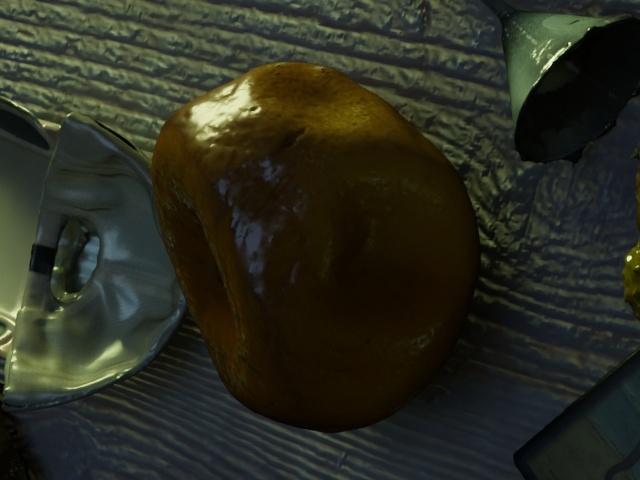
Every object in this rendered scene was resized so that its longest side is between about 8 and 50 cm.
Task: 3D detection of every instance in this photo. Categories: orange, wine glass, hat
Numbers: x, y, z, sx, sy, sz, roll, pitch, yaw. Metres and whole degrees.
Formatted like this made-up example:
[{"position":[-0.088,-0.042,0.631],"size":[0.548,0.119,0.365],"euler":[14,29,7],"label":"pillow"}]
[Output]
[{"position":[0.000,0.000,1.314],"size":[0.249,0.183,0.249],"euler":[162,90,-74],"label":"orange"},{"position":[0.116,-0.146,1.296],"size":[0.183,0.122,0.122],"euler":[46,109,31],"label":"wine glass"},{"position":[-0.192,0.011,1.505],"size":[0.226,0.164,0.219],"euler":[-149,74,-72],"label":"hat"}]

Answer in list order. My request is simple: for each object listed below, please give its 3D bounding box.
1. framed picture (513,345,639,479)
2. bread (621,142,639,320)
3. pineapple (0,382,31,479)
[{"position":[0.305,0.131,1.198],"size":[0.347,0.016,0.265],"euler":[-42,64,22],"label":"framed picture"},{"position":[0.266,0.027,1.111],"size":[0.176,0.195,0.246],"euler":[-25,71,24],"label":"bread"},{"position":[-0.332,0.174,1.525],"size":[0.161,0.158,0.334],"euler":[-40,66,24],"label":"pineapple"}]
